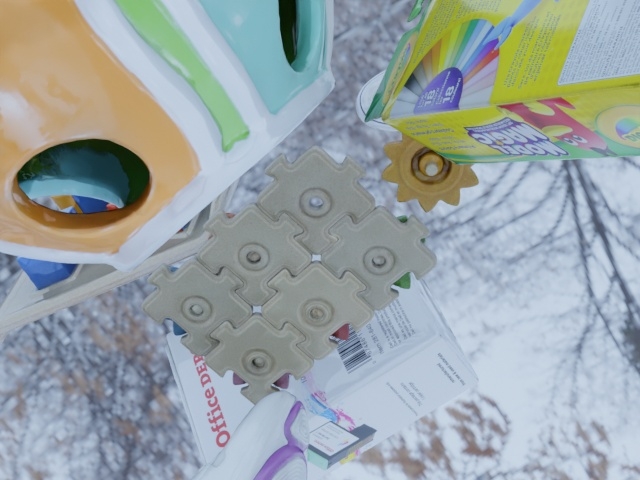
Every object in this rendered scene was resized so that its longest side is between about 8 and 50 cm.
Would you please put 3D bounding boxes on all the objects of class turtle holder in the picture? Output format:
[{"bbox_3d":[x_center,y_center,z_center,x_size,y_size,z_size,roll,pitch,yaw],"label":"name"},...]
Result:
[{"bbox_3d":[-0.112,-0.116,0.543,0.243,0.227,0.320,-42,-174,4],"label":"turtle holder"}]

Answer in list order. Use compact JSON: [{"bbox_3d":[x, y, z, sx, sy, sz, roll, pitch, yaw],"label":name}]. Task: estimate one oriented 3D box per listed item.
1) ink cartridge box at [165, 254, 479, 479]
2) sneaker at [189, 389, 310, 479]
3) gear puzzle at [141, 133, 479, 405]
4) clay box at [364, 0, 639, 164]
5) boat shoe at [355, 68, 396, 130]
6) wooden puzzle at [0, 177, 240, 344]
[{"bbox_3d":[-0.005,0.127,1.258,0.278,0.117,0.201,-32,-133,7],"label":"ink cartridge box"},{"bbox_3d":[-0.117,0.251,1.005,0.152,0.114,0.305,16,-118,30],"label":"sneaker"},{"bbox_3d":[0.000,0.000,1.054,0.339,0.175,0.044,-41,-163,23],"label":"gear puzzle"},{"bbox_3d":[0.104,-0.099,0.488,0.127,0.053,0.222,-65,-159,-8],"label":"clay box"},{"bbox_3d":[0.182,-0.218,1.630,0.268,0.096,0.088,-8,172,-4],"label":"boat shoe"},{"bbox_3d":[-0.237,-0.042,1.389,0.348,0.080,0.322,-26,-156,21],"label":"wooden puzzle"}]
